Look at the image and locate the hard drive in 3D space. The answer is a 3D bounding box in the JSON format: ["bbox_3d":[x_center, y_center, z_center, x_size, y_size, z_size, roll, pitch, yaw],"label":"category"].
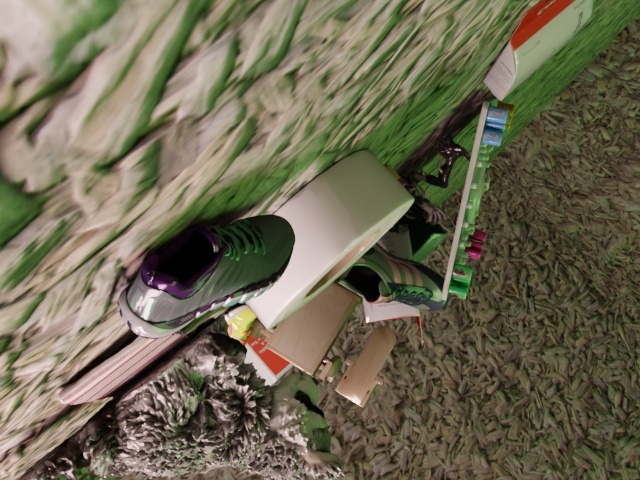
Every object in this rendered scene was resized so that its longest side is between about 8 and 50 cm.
[{"bbox_3d":[0.209,-0.002,1.874,0.054,0.172,0.255,-10,152,-48],"label":"hard drive"}]

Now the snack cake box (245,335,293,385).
[{"bbox_3d":[-0.089,0.238,1.754,0.264,0.152,0.089,-36,171,-38],"label":"snack cake box"}]

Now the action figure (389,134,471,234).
[{"bbox_3d":[0.212,-0.088,1.458,0.276,0.141,0.164,-45,-179,12],"label":"action figure"}]

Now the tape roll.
[{"bbox_3d":[0.000,0.000,0.993,0.286,0.100,0.286,-42,173,-6],"label":"tape roll"}]

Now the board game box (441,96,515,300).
[{"bbox_3d":[0.344,-0.103,1.464,0.390,0.050,0.390,-36,137,-68],"label":"board game box"}]

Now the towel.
[{"bbox_3d":[-0.249,0.155,0.889,0.144,0.029,0.197,-38,172,-7],"label":"towel"}]

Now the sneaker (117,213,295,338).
[{"bbox_3d":[-0.090,0.016,0.677,0.223,0.083,0.098,-34,165,-44],"label":"sneaker"}]

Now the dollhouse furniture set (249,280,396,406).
[{"bbox_3d":[0.019,0.195,1.428,0.174,0.303,0.355,-58,167,-7],"label":"dollhouse furniture set"}]

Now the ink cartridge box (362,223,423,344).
[{"bbox_3d":[0.169,0.104,1.673,0.130,0.272,0.309,-8,-179,7],"label":"ink cartridge box"}]

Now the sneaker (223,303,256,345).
[{"bbox_3d":[-0.166,0.193,1.291,0.208,0.094,0.081,-45,171,17],"label":"sneaker"}]

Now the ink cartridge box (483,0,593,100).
[{"bbox_3d":[0.377,-0.345,1.124,0.189,0.066,0.232,-40,177,-9],"label":"ink cartridge box"}]

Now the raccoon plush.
[{"bbox_3d":[-0.188,0.327,0.999,0.446,0.299,0.216,-38,-173,-12],"label":"raccoon plush"}]

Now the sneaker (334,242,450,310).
[{"bbox_3d":[0.139,0.096,1.408,0.112,0.319,0.131,-47,-152,37],"label":"sneaker"}]

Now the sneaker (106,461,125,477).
[{"bbox_3d":[-0.345,0.374,1.413,0.286,0.109,0.130,-39,179,-5],"label":"sneaker"}]

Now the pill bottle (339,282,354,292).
[{"bbox_3d":[0.035,0.095,1.670,0.124,0.124,0.221,-42,173,2],"label":"pill bottle"}]

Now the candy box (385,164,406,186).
[{"bbox_3d":[0.072,-0.052,1.260,0.109,0.053,0.187,-38,173,-30],"label":"candy box"}]
